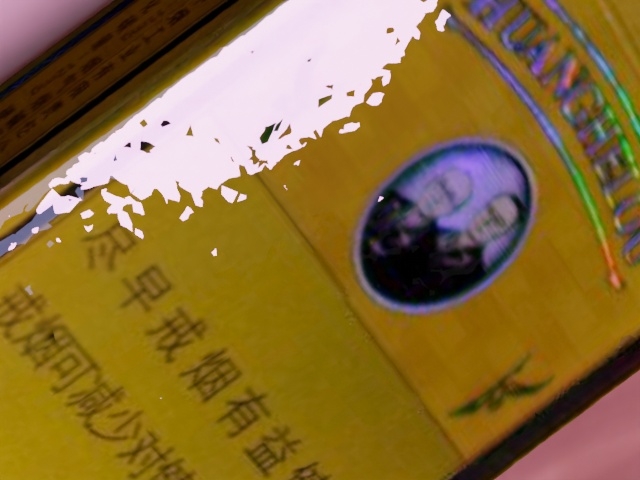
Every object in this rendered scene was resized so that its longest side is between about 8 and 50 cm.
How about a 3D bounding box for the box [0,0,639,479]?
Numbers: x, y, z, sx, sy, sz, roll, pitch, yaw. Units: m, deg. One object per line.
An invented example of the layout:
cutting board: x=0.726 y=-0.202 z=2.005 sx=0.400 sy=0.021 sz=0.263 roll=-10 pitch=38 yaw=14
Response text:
box: x=0.000 y=0.000 z=0.429 sx=0.220 sy=0.064 sz=0.141 roll=-37 pitch=119 yaw=-3
